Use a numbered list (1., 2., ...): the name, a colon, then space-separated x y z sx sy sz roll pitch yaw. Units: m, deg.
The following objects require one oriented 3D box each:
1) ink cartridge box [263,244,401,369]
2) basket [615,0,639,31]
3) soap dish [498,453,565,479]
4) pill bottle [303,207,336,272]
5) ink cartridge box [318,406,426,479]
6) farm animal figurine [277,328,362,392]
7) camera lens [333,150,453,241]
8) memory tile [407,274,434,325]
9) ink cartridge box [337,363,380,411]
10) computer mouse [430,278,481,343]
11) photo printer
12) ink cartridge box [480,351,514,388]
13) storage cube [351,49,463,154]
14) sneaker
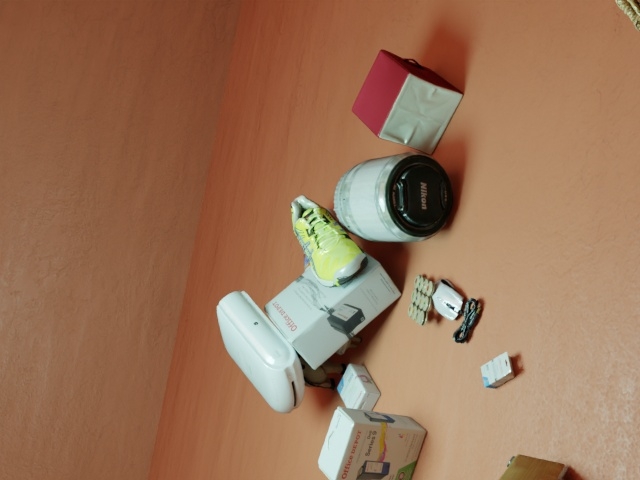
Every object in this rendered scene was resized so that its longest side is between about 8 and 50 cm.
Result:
1. ink cartridge box: 0.028 0.164 2.056 0.307 0.129 0.223 -40 30 -5
2. basket: 0.593 -0.362 1.208 0.223 0.299 0.214 6 84 60
3. soap dish: 0.317 0.511 1.324 0.118 0.290 0.229 31 109 22
4. pill bottle: 0.007 0.014 2.334 0.121 0.121 0.216 -43 41 47
5. ink cartridge box: 0.120 0.484 1.782 0.093 0.212 0.155 28 102 62
6. farm animal figurine: -0.053 0.321 2.239 0.331 0.172 0.327 -66 28 17
7. camera lens: 0.184 -0.106 1.947 0.274 0.219 0.220 -1 76 62
8. memory tile: 0.245 0.146 1.881 0.148 0.012 0.113 -145 67 -80
9. ink cartridge box: 0.101 0.402 2.038 0.089 0.052 0.122 -65 27 20
10. computer mouse: 0.301 0.151 1.791 0.106 0.042 0.193 -68 28 15
11. photo printer: -0.156 0.317 2.093 0.307 0.107 0.256 45 154 32
12. ink cartridge box: 0.376 0.271 1.601 0.083 0.028 0.048 -45 40 45
13. storage cube: 0.227 -0.364 2.035 0.215 0.183 0.193 -64 31 20
14. sneaker: 0.000 0.000 2.038 0.145 0.147 0.384 -37 29 -5
